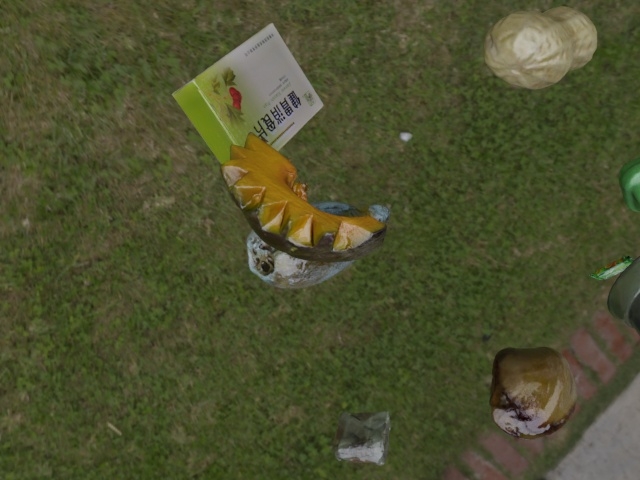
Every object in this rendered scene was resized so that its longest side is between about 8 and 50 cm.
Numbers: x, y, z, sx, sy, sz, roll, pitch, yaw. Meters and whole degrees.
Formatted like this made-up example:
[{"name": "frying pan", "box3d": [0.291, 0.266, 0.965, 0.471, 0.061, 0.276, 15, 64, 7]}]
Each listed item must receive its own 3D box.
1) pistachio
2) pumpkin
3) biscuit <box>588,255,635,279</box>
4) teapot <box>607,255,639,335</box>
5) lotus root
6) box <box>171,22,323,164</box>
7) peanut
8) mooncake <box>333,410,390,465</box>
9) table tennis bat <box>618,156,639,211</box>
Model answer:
[{"name": "pistachio", "box3d": [0.371, 0.272, 1.266, 0.210, 0.165, 0.130, -32, 153, -39]}, {"name": "pumpkin", "box3d": [-0.051, -0.021, 0.999, 0.130, 0.254, 0.149, -39, 157, -40]}, {"name": "biscuit", "box3d": [0.566, 0.053, 1.357, 0.046, 0.016, 0.089, 14, 142, -37]}, {"name": "teapot", "box3d": [0.562, 0.159, 0.965, 0.200, 0.337, 0.270, -39, 134, 19]}, {"name": "lotus root", "box3d": [0.000, 0.000, 1.384, 0.322, 0.158, 0.140, -17, 153, -38]}, {"name": "box", "box3d": [-0.114, -0.240, 1.202, 0.175, 0.062, 0.260, 56, 41, -17]}, {"name": "peanut", "box3d": [0.360, -0.306, 1.123, 0.256, 0.123, 0.123, -18, 118, -41]}, {"name": "mooncake", "box3d": [0.092, 0.446, 1.582, 0.125, 0.130, 0.073, -4, 117, 15]}, {"name": "table tennis bat", "box3d": [0.315, -0.086, 0.450, 0.257, 0.039, 0.160, -27, 138, 9]}]
